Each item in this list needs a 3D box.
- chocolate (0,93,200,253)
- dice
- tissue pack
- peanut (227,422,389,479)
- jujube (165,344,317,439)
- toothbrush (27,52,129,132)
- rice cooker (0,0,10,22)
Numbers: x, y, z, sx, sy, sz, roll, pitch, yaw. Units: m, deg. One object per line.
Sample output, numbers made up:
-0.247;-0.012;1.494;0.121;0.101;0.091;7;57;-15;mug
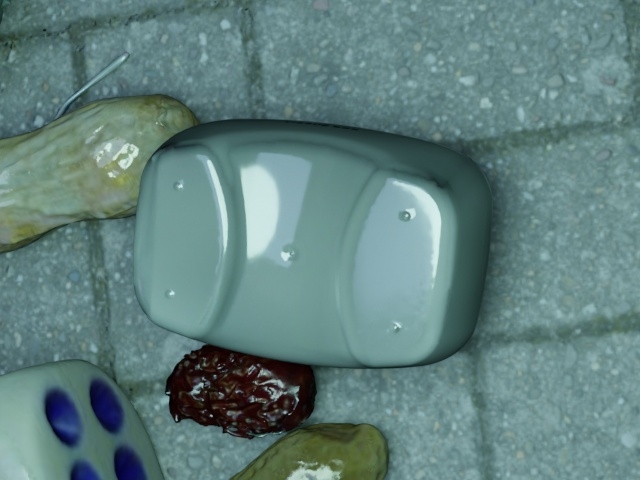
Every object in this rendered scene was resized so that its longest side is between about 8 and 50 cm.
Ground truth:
-0.272;-0.067;1.636;0.309;0.134;0.134;-19;83;13;chocolate
-0.338;0.293;1.547;0.304;0.304;0.277;-22;82;14;dice
0.000;0.000;1.515;0.333;0.236;0.229;8;99;16;tissue pack
-0.031;0.268;1.572;0.236;0.110;0.120;-35;75;2;peanut
-0.080;0.146;1.593;0.165;0.104;0.104;7;89;24;jujube
-0.270;-0.152;1.702;0.162;0.014;0.017;-37;98;10;toothbrush
-0.497;-0.239;1.622;0.316;0.316;0.264;-27;63;13;rice cooker
